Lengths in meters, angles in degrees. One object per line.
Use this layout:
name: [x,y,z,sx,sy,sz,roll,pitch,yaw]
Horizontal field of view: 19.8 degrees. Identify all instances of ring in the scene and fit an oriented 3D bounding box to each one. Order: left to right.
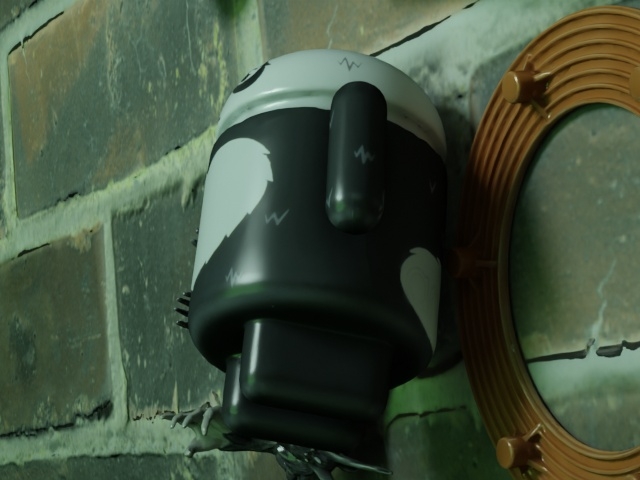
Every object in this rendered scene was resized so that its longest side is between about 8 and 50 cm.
ring: [0.164,0.023,1.138,0.336,0.032,0.336,8,99,63]

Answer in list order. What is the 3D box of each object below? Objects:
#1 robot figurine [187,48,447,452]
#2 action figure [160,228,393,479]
robot figurine: [-0.003,0.000,1.264,0.209,0.173,0.278,-15,56,35]
action figure: [-0.048,0.110,1.450,0.164,0.141,0.276,-65,34,23]
